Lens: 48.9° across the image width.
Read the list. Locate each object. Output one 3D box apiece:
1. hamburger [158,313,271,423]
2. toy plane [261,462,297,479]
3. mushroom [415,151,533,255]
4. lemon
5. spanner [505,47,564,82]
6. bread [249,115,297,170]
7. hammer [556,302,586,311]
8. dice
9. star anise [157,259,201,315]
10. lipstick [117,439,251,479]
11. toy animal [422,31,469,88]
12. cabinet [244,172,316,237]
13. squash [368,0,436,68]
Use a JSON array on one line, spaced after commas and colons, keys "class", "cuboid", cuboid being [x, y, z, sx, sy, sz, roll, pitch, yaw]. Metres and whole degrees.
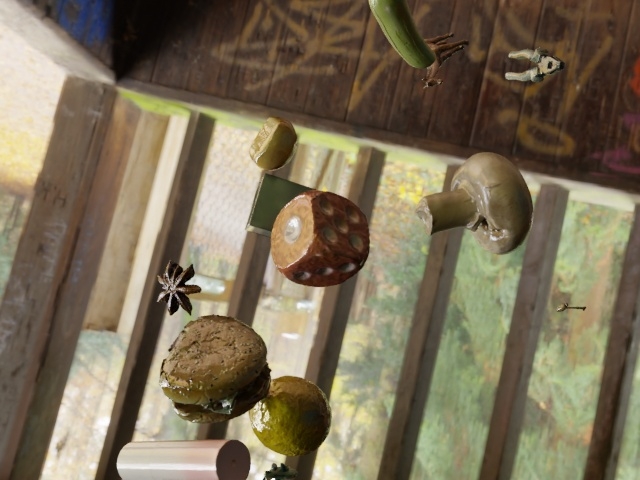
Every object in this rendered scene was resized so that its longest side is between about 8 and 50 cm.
[{"class": "hamburger", "cuboid": [-0.284, 0.373, 2.036, 0.276, 0.318, 0.195, 6, 129, 18]}, {"class": "toy plane", "cuboid": [-0.085, 0.482, 1.459, 0.083, 0.080, 0.033, 4, -147, -34]}, {"class": "mushroom", "cuboid": [0.417, -0.079, 1.912, 0.290, 0.293, 0.292, -23, 179, -9]}, {"class": "lemon", "cuboid": [-0.098, 0.558, 2.242, 0.253, 0.253, 0.310, 8, 158, 42]}, {"class": "spanner", "cuboid": [0.615, -0.505, 2.025, 0.040, 0.096, 0.325, 4, -167, -11]}, {"class": "bread", "cuboid": [-0.118, -0.252, 1.864, 0.098, 0.147, 0.217, 27, -168, -18]}, {"class": "hammer", "cuboid": [0.549, 0.146, 1.530, 0.123, 0.014, 0.029, 6, 140, -46]}, {"class": "dice", "cuboid": [0.000, 0.000, 1.655, 0.179, 0.175, 0.174, 15, 143, -36]}, {"class": "star anise", "cuboid": [-0.385, 0.128, 1.897, 0.168, 0.168, 0.057, 9, -176, 39]}, {"class": "lipstick", "cuboid": [-0.276, 0.438, 1.390, 0.326, 0.087, 0.087, -15, 156, 40]}, {"class": "toy animal", "cuboid": [0.329, -0.509, 1.995, 0.224, 0.229, 0.066, 38, 151, 45]}, {"class": "cabinet", "cuboid": [-0.113, -0.081, 1.937, 0.150, 0.145, 0.206, 17, 175, -9]}, {"class": "squash", "cuboid": [0.187, -0.500, 1.635, 0.083, 0.083, 0.250, 8, 151, 41]}]
